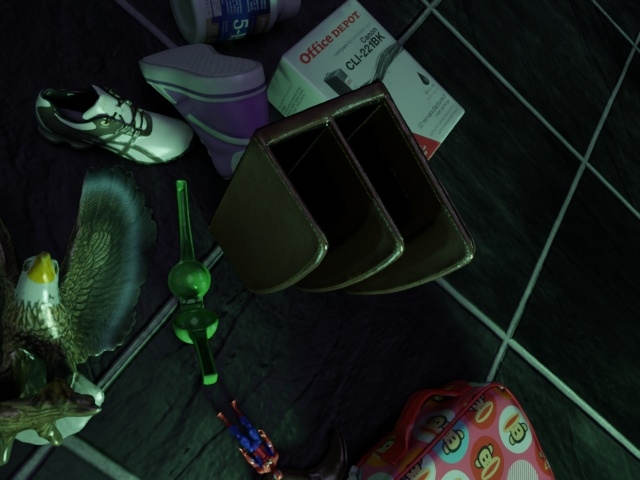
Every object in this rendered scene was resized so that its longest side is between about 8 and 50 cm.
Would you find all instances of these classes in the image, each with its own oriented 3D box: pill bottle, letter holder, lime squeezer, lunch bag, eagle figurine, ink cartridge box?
[{"bbox_3d":[-0.130,-0.381,0.663,0.187,0.112,0.112,-25,87,-25],"label":"pill bottle"},{"bbox_3d":[0.000,0.000,0.511,0.152,0.302,0.214,-30,90,-26],"label":"letter holder"},{"bbox_3d":[-0.172,0.060,0.543,0.059,0.110,0.310,-15,51,-9],"label":"lime squeezer"},{"bbox_3d":[0.186,0.339,0.596,0.293,0.120,0.258,-26,89,-29],"label":"lunch bag"},{"bbox_3d":[-0.307,0.060,0.461,0.226,0.225,0.298,43,20,-50],"label":"eagle figurine"},{"bbox_3d":[0.074,-0.231,0.706,0.273,0.114,0.197,42,66,-6],"label":"ink cartridge box"}]

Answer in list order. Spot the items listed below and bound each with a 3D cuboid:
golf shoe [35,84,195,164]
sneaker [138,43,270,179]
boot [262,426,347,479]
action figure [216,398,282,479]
[{"bbox_3d":[-0.265,-0.155,0.560,0.198,0.094,0.077,0,75,-24],"label":"golf shoe"},{"bbox_3d":[-0.158,-0.170,0.576,0.102,0.282,0.161,-27,132,-21],"label":"sneaker"},{"bbox_3d":[-0.023,0.309,0.572,0.114,0.037,0.106,9,71,-15],"label":"boot"},{"bbox_3d":[-0.089,0.263,0.549,0.038,0.030,0.115,-37,84,-31],"label":"action figure"}]
